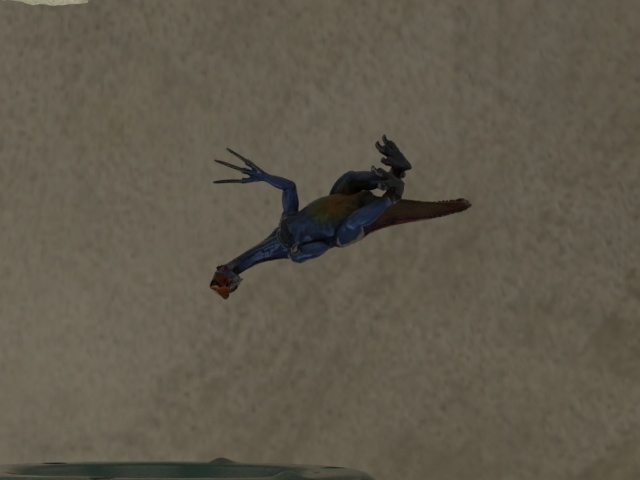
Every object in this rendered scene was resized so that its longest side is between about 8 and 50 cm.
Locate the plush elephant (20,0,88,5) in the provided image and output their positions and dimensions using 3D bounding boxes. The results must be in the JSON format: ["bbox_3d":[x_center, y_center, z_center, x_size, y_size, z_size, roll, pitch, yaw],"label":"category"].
[{"bbox_3d":[-0.212,-0.148,0.638,0.255,0.330,0.271,21,98,22],"label":"plush elephant"}]

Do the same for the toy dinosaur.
[{"bbox_3d":[0.000,0.000,0.585,0.090,0.047,0.082,32,120,-27],"label":"toy dinosaur"}]

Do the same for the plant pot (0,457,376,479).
[{"bbox_3d":[-0.069,0.220,0.645,0.272,0.271,0.255,0,84,0],"label":"plant pot"}]
